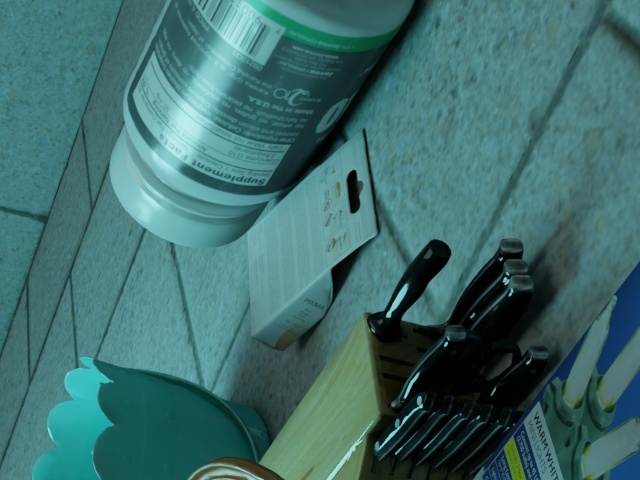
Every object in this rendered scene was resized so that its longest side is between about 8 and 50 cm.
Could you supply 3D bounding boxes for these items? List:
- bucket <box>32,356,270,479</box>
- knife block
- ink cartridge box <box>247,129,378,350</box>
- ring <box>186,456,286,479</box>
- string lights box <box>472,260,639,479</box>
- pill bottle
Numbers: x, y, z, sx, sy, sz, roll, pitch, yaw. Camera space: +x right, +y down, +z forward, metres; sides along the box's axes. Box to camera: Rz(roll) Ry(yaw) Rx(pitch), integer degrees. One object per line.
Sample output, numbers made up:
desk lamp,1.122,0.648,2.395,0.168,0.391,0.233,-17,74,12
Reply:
bucket,-0.176,0.264,1.307,0.281,0.183,0.281,-166,90,-69
knife block,0.055,0.107,0.954,0.276,0.088,0.242,-174,98,-70
ink cartridge box,0.000,0.000,1.260,0.179,0.045,0.145,-39,37,30
ring,0.004,0.281,0.754,0.336,0.032,0.336,38,136,47
string lights box,0.172,0.109,0.665,0.133,0.077,0.259,-100,31,-50
pill bottle,-0.072,-0.164,1.294,0.361,0.204,0.204,126,150,-45
